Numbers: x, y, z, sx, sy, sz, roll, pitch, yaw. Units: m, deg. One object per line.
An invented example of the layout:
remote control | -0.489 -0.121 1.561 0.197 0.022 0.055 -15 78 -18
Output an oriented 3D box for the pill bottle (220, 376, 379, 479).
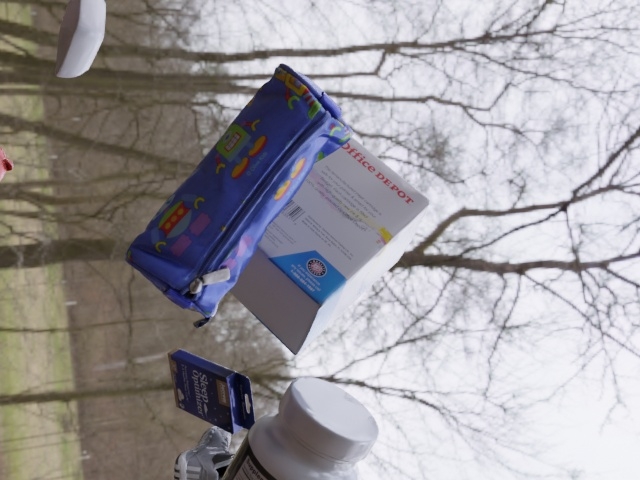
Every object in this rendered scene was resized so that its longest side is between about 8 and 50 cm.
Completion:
pill bottle | -0.047 0.329 0.991 0.278 0.162 0.162 -61 -150 13

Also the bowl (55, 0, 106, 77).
bowl | -0.412 -0.360 1.300 0.142 0.053 0.142 -44 -137 42

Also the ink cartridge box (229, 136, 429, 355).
ink cartridge box | 0.000 0.000 1.036 0.171 0.232 0.168 42 -31 13

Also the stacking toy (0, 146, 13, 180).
stacking toy | -0.683 -0.057 1.294 0.309 0.130 0.279 -14 -129 40

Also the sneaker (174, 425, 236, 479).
sneaker | -0.195 0.449 1.536 0.228 0.132 0.086 -25 117 -73

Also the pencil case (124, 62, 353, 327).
pencil case | -0.090 -0.052 0.854 0.306 0.119 0.133 -52 -147 -2

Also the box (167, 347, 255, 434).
box | -0.230 0.319 1.579 0.225 0.036 0.136 12 -64 38
